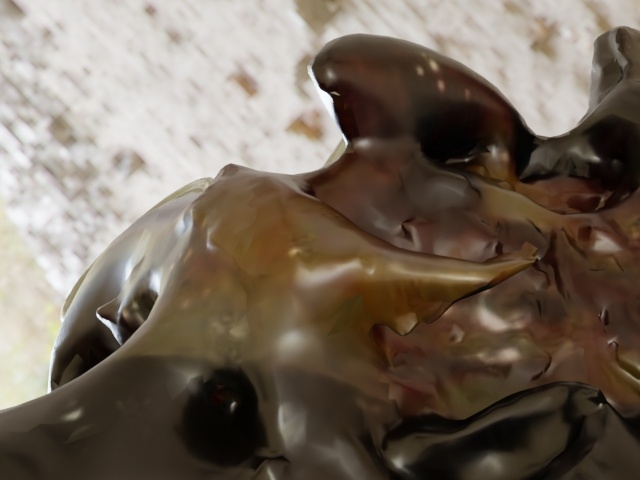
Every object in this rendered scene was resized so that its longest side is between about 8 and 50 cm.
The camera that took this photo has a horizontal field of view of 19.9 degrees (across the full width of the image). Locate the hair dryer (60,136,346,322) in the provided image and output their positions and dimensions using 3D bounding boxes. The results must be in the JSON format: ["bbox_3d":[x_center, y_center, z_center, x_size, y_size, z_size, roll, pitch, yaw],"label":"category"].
[{"bbox_3d":[0.000,0.000,1.186,0.203,0.362,0.128,47,135,-15],"label":"hair dryer"}]

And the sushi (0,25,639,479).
[{"bbox_3d":[0.054,0.063,0.412,0.215,0.227,0.212,62,-160,-62],"label":"sushi"}]
